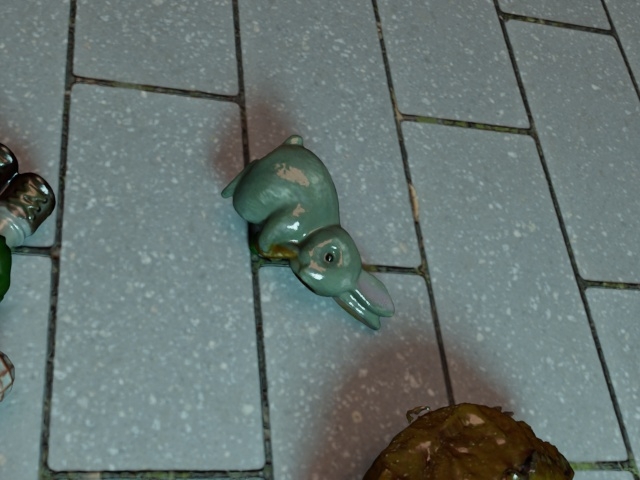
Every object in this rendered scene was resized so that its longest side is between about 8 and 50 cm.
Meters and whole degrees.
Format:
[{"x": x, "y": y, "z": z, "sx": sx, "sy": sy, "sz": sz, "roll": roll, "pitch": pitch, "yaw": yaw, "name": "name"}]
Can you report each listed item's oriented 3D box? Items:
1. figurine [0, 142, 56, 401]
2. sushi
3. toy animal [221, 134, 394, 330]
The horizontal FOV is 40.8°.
[{"x": -0.392, "y": 0.044, "z": 0.788, "sx": 0.281, "sy": 0.167, "sz": 0.370, "roll": 43, "pitch": 44, "yaw": -12, "name": "figurine"}, {"x": 0.121, "y": 0.273, "z": 0.835, "sx": 0.167, "sy": 0.179, "sz": 0.296, "roll": 35, "pitch": 48, "yaw": 25, "name": "sushi"}, {"x": -0.007, "y": -0.003, "z": 0.979, "sx": 0.236, "sy": 0.138, "sz": 0.108, "roll": 49, "pitch": 22, "yaw": 19, "name": "toy animal"}]
